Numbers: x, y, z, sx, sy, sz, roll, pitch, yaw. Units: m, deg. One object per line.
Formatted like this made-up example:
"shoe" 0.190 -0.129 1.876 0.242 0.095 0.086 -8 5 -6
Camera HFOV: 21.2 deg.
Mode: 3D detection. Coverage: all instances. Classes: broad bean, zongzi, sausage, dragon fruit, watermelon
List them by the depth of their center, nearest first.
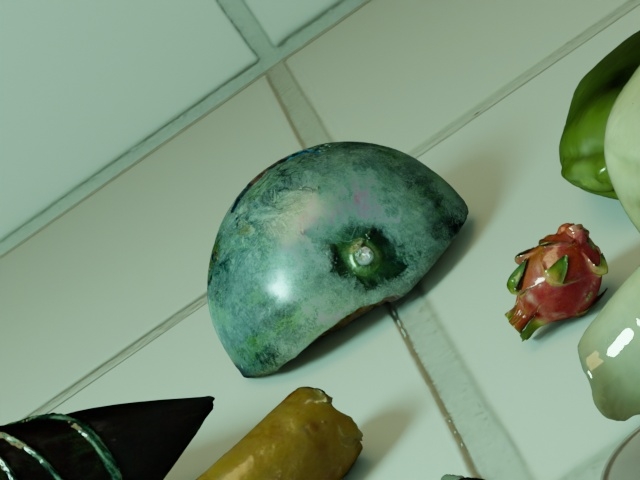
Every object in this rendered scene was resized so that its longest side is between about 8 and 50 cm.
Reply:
"sausage" -0.076 0.249 1.576 0.270 0.109 0.109 -41 18 -18
"dragon fruit" 0.217 0.041 1.602 0.116 0.086 0.081 -44 56 -3
"zongzi" -0.290 0.268 1.734 0.362 0.319 0.383 -31 -1 25
"broad bean" 0.347 -0.140 1.767 0.238 0.119 0.291 -36 13 30
"watermelon" 0.002 0.001 1.913 0.322 0.188 0.175 -43 10 -10

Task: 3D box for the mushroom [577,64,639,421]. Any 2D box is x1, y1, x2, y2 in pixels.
"mushroom" 0.316 -0.005 1.278 0.336 0.314 0.314 -49 6 38

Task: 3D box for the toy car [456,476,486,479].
"toy car" 0.045 0.284 1.233 0.301 0.118 0.193 -34 9 9

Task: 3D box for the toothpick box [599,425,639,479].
"toothpick box" 0.250 0.184 1.051 0.098 0.149 0.098 -32 18 12

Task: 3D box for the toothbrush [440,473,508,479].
"toothbrush" 0.163 0.201 1.389 0.194 0.017 0.014 -6 40 53
